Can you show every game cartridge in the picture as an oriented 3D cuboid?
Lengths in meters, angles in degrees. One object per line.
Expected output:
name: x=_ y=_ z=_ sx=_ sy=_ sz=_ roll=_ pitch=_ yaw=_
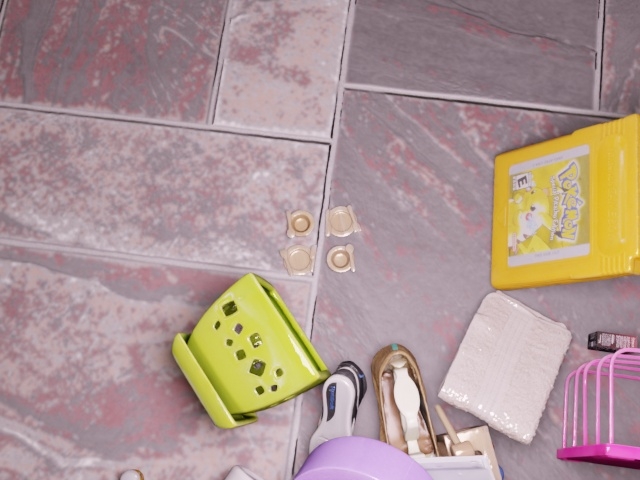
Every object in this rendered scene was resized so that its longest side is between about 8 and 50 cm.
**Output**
game cartridge: x=0.455 y=-0.061 z=1.462 sx=0.053 sy=0.324 sz=0.285 roll=13 pitch=74 yaw=-32

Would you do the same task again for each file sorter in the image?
file sorter: x=0.555 y=0.301 z=1.371 sx=0.202 sy=0.290 sz=0.182 roll=7 pitch=74 yaw=3

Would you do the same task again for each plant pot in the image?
plant pot: x=-0.131 y=0.215 z=1.447 sx=0.207 sy=0.228 sz=0.227 roll=-35 pitch=78 yaw=1

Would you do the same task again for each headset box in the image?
headset box: x=0.564 y=0.198 z=1.509 sx=0.083 sy=0.062 sz=0.032 roll=7 pitch=78 yaw=4

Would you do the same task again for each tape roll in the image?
tape roll: x=0.076 y=0.477 z=1.359 sx=0.275 sy=0.090 sz=0.275 roll=11 pitch=117 yaw=21

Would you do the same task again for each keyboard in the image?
keyboard: x=0.173 y=0.402 z=1.342 sx=0.256 sy=0.014 sz=0.072 roll=-12 pitch=115 yaw=31

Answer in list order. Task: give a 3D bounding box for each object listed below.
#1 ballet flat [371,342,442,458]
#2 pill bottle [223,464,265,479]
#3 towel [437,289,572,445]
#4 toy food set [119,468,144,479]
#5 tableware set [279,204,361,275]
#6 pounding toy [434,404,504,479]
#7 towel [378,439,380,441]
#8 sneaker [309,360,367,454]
ballet flat: x=0.164 y=0.352 z=1.421 sx=0.116 sy=0.124 sz=0.342 roll=-8 pitch=76 yaw=-2
pill bottle: x=-0.167 y=0.535 z=1.413 sx=0.131 sy=0.131 sz=0.229 roll=34 pitch=80 yaw=9
towel: x=0.349 y=0.225 z=1.458 sx=0.187 sy=0.049 sz=0.282 roll=28 pitch=51 yaw=9
toy food set: x=-0.375 y=0.539 z=1.430 sx=0.111 sy=0.104 sz=0.232 roll=0 pitch=77 yaw=1
tableware set: x=0.000 y=0.000 z=1.593 sx=0.169 sy=0.020 sz=0.141 roll=-4 pitch=77 yaw=0
pounding toy: x=0.270 y=0.374 z=1.401 sx=0.094 sy=0.206 sz=0.181 roll=-13 pitch=76 yaw=-2
towel: x=0.157 y=0.396 z=1.489 sx=0.119 sy=0.029 sz=0.067 roll=-23 pitch=76 yaw=-5
sneaker: x=0.044 y=0.332 z=1.486 sx=0.079 sy=0.121 sz=0.217 roll=18 pitch=112 yaw=17
